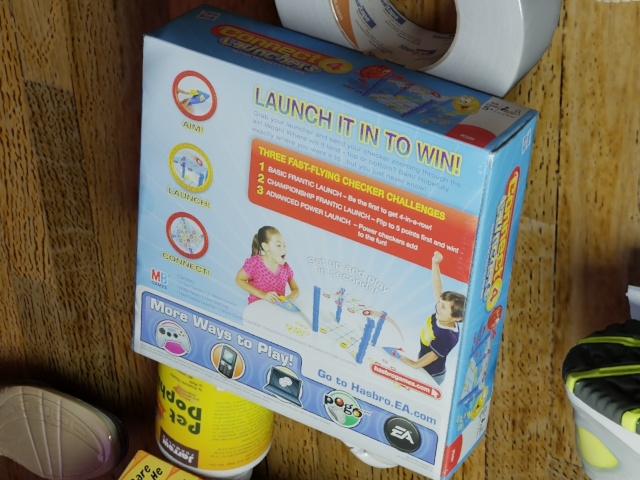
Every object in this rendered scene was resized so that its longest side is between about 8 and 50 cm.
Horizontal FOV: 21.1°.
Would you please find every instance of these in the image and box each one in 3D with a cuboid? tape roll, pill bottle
[{"bbox_3d":[0.072,-0.195,1.320,0.219,0.072,0.219,19,129,25],"label":"tape roll"},{"bbox_3d":[-0.100,0.145,1.658,0.117,0.117,0.215,24,132,21],"label":"pill bottle"}]

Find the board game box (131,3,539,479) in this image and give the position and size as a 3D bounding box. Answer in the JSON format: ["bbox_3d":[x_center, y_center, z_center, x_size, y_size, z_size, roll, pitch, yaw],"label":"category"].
[{"bbox_3d":[0.000,0.000,1.376,0.308,0.086,0.302,21,124,23],"label":"board game box"}]

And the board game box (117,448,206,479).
[{"bbox_3d":[-0.089,0.490,1.656,0.356,0.356,0.356,22,152,23],"label":"board game box"}]

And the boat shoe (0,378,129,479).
[{"bbox_3d":[-0.305,0.195,1.866,0.285,0.092,0.103,0,101,39],"label":"boat shoe"}]

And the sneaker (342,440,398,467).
[{"bbox_3d":[0.067,0.083,1.508,0.118,0.110,0.292,7,125,22],"label":"sneaker"}]

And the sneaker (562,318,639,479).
[{"bbox_3d":[0.324,0.190,1.194,0.385,0.145,0.147,39,148,50],"label":"sneaker"}]

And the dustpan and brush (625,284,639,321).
[{"bbox_3d":[0.321,0.129,1.318,0.147,0.060,0.211,7,116,50],"label":"dustpan and brush"}]

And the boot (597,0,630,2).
[{"bbox_3d":[0.255,-0.279,1.137,0.248,0.090,0.207,-15,99,43],"label":"boot"}]
